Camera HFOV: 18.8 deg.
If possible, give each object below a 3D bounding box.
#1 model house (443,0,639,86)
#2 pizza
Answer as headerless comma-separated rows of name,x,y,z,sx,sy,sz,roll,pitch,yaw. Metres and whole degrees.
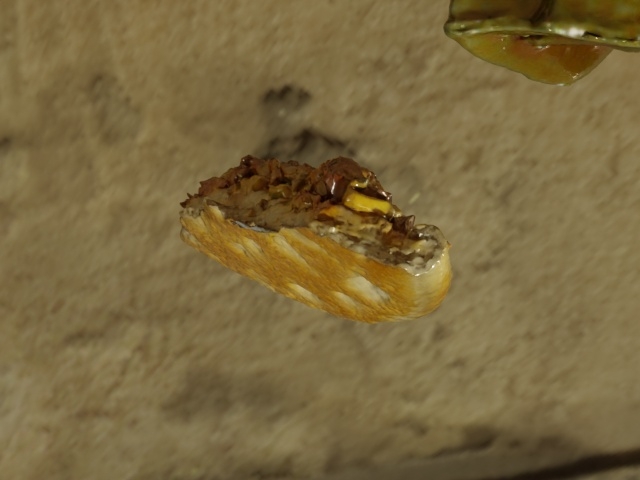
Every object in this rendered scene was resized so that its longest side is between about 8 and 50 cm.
model house,0.259,-0.197,1.439,0.268,0.239,0.173,-48,127,-33
pizza,0.001,-0.003,1.081,0.127,0.246,0.058,37,73,-18
